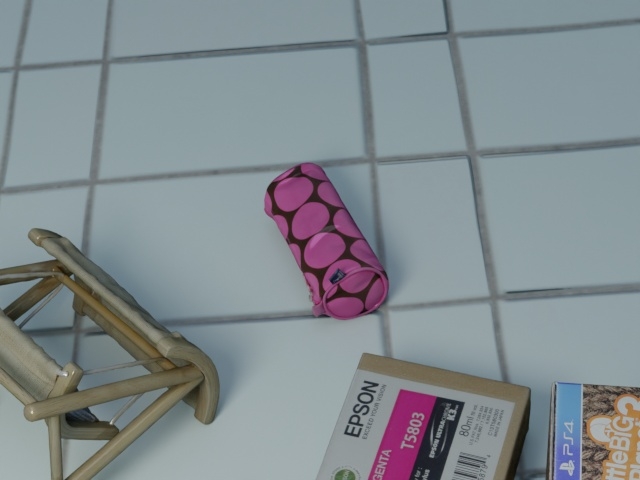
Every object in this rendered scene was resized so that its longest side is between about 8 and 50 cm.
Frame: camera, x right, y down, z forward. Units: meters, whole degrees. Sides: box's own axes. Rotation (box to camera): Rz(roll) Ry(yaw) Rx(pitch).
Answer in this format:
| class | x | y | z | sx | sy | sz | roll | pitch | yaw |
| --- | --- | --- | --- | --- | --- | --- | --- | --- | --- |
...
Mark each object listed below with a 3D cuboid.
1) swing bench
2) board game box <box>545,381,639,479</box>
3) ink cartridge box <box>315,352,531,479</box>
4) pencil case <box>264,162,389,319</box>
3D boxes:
| class | x | y | z | sx | sy | sz | roll | pitch | yaw |
| --- | --- | --- | --- | --- | --- | --- | --- | --- | --- |
| swing bench | -0.282 | 0.124 | 1.570 | 0.255 | 0.165 | 0.253 | -28 | 49 | -36 |
| board game box | 0.358 | 0.266 | 1.358 | 0.291 | 0.232 | 0.141 | 3 | 47 | 8 |
| ink cartridge box | 0.102 | 0.246 | 1.501 | 0.193 | 0.088 | 0.234 | 11 | 50 | 14 |
| pencil case | 0.000 | 0.000 | 1.740 | 0.098 | 0.095 | 0.209 | -29 | 47 | 0 |
